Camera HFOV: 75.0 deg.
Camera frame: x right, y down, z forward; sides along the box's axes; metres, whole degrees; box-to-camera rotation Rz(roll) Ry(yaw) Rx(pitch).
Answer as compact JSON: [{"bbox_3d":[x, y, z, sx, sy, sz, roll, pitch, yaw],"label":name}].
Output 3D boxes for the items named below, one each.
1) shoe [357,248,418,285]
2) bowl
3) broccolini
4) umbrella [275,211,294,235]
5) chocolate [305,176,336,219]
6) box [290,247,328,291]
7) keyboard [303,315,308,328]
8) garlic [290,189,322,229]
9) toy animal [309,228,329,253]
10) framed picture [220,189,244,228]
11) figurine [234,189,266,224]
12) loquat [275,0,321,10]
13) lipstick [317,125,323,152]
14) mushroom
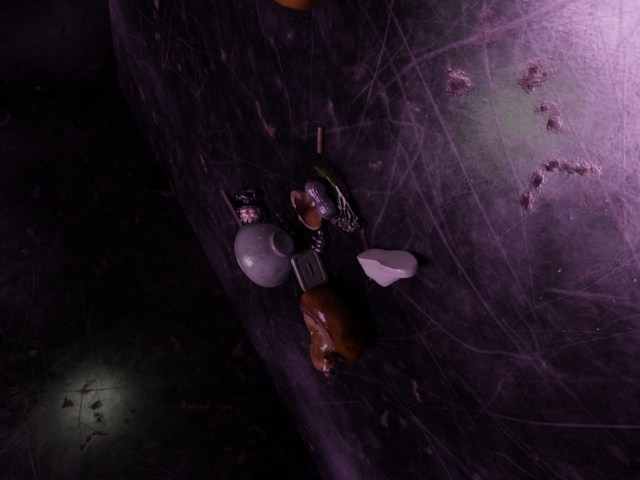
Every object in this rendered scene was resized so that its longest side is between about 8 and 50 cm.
[{"bbox_3d":[0.221,0.094,1.306,0.265,0.095,0.110,17,132,61],"label":"shoe"},{"bbox_3d":[-0.203,0.035,1.822,0.146,0.314,0.313,-28,87,38],"label":"bowl"},{"bbox_3d":[0.052,-0.139,1.429,0.123,0.062,0.271,-34,87,47],"label":"broccolini"},{"bbox_3d":[-0.156,-0.074,1.862,0.143,0.040,0.037,52,177,32],"label":"umbrella"},{"bbox_3d":[0.000,-0.151,1.500,0.166,0.072,0.072,60,152,4],"label":"chocolate"},{"bbox_3d":[-0.056,0.121,1.773,0.171,0.124,0.093,70,162,-7],"label":"box"},{"bbox_3d":[-0.054,0.344,1.909,0.250,0.017,0.087,-86,-28,-78],"label":"keyboard"},{"bbox_3d":[-0.053,-0.119,1.596,0.174,0.099,0.124,67,167,-5],"label":"garlic"},{"bbox_3d":[0.000,0.000,1.650,0.065,0.047,0.135,45,145,23],"label":"toy animal"},{"bbox_3d":[-0.394,-0.100,2.149,0.324,0.021,0.240,59,-176,13],"label":"framed picture"},{"bbox_3d":[-0.339,-0.141,2.041,0.145,0.146,0.222,25,127,51],"label":"figurine"},{"bbox_3d":[-0.061,-0.697,1.031,0.238,0.193,0.238,30,135,35],"label":"loquat"},{"bbox_3d":[-0.001,-0.340,1.404,0.019,0.019,0.094,42,145,37],"label":"lipstick"},{"bbox_3d":[0.021,0.346,1.652,0.345,0.260,0.345,46,161,22],"label":"mushroom"}]
